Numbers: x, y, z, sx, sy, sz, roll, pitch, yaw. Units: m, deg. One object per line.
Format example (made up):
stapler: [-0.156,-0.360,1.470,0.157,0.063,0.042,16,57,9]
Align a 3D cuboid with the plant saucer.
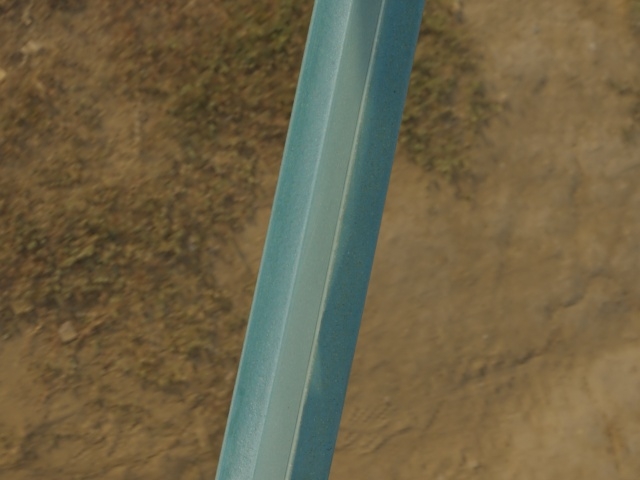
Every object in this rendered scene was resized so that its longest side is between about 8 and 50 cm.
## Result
plant saucer: [0.000,0.000,0.437,0.018,0.067,0.192,11,91,-19]
